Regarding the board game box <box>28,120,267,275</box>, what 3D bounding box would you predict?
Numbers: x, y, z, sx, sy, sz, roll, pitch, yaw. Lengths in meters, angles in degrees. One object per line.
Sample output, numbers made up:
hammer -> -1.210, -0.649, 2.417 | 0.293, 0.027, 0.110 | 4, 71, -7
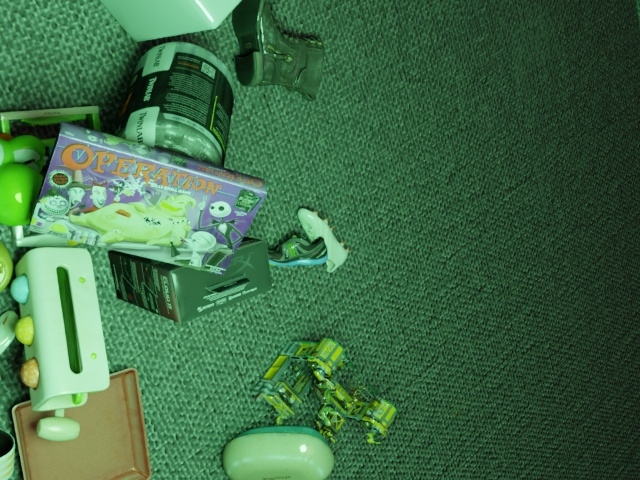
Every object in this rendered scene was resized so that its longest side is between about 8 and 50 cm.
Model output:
board game box -> -0.289, -0.061, 1.355 | 0.347, 0.056, 0.208 | 14, 123, -23

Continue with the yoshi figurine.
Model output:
yoshi figurine -> -0.609, -0.074, 1.330 | 0.362, 0.204, 0.202 | -24, 104, -35

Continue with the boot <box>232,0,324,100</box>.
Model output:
boot -> -0.083, -0.450, 1.811 | 0.229, 0.091, 0.262 | -6, 105, -44

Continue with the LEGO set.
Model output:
LEGO set -> 0.000, 0.389, 1.888 | 0.192, 0.255, 0.331 | -52, 124, -27

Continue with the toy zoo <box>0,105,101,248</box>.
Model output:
toy zoo -> -0.503, -0.104, 1.540 | 0.192, 0.030, 0.293 | -13, 105, -38

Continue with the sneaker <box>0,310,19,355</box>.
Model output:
sneaker -> -0.622, 0.186, 1.467 | 0.161, 0.057, 0.075 | -54, 131, -17

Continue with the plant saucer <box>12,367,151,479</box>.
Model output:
plant saucer -> -0.481, 0.407, 1.624 | 0.259, 0.048, 0.258 | -15, 106, -38

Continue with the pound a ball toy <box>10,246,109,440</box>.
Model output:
pound a ball toy -> -0.500, 0.197, 1.477 | 0.136, 0.208, 0.319 | 1, 66, -37

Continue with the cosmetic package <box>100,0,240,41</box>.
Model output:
cosmetic package -> -0.291, -0.621, 1.445 | 0.329, 0.327, 0.393 | -53, 124, -20

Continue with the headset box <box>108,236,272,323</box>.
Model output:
headset box -> -0.253, 0.062, 1.599 | 0.218, 0.293, 0.110 | -19, 109, -37

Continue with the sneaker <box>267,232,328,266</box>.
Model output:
sneaker -> -0.072, 0.021, 1.878 | 0.188, 0.067, 0.078 | -3, 93, -23

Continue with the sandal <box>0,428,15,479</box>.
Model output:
sandal -> -0.603, 0.372, 1.453 | 0.102, 0.076, 0.265 | -56, 148, -57

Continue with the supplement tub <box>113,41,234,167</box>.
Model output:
supplement tub -> -0.276, -0.199, 1.508 | 0.207, 0.207, 0.337 | 44, 32, -35

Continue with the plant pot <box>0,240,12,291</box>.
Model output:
plant pot -> -0.607, 0.052, 1.435 | 0.134, 0.095, 0.134 | -7, 102, -38

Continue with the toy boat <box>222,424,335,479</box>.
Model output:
toy boat -> -0.081, 0.522, 1.887 | 0.318, 0.268, 0.148 | 67, 22, -44

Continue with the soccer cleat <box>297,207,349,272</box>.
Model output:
soccer cleat -> 0.000, 0.000, 1.949 | 0.076, 0.068, 0.196 | -53, 128, -17
